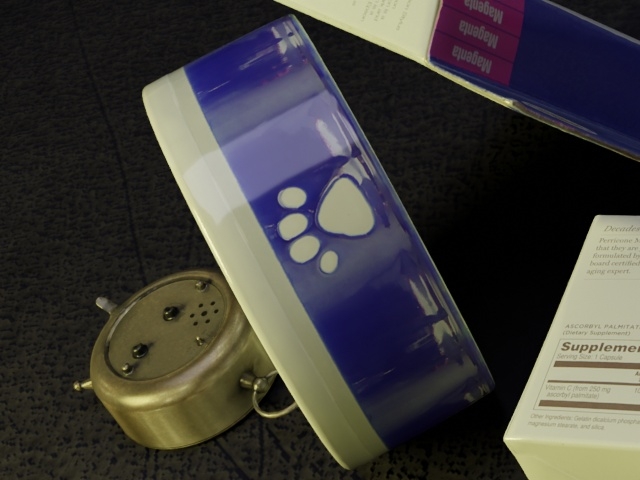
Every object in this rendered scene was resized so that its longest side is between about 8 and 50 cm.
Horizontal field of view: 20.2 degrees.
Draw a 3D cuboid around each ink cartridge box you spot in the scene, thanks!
[{"bbox_3d":[0.134,-0.113,1.097,0.330,0.324,0.071,30,101,50],"label":"ink cartridge box"}]

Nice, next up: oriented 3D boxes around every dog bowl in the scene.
[{"bbox_3d":[0.000,0.000,1.090,0.104,0.265,0.265,-28,37,2],"label":"dog bowl"}]

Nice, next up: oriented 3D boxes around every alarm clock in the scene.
[{"bbox_3d":[-0.081,0.081,1.226,0.192,0.064,0.129,17,58,41],"label":"alarm clock"}]

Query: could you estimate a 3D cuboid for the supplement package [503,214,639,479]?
[{"bbox_3d":[0.258,0.105,0.844,0.262,0.204,0.145,0,48,35],"label":"supplement package"}]
